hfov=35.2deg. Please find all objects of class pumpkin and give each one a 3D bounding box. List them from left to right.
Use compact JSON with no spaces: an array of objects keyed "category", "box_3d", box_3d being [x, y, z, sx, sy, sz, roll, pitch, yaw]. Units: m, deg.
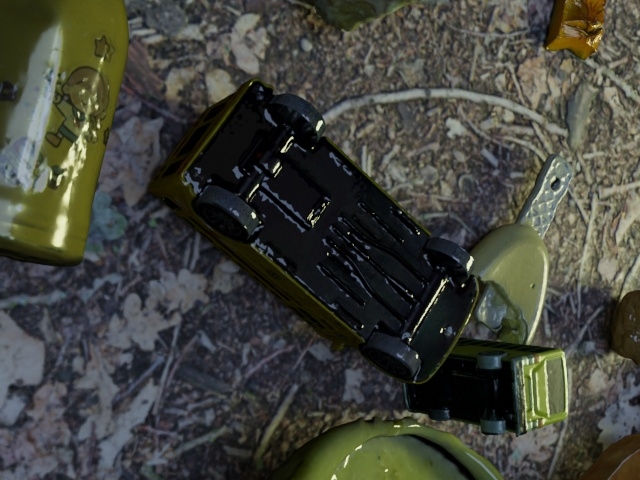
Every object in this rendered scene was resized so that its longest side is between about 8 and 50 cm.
[{"category":"pumpkin","box_3d":[0.320,-0.274,1.244,0.073,0.035,0.101,15,86,-26]}]

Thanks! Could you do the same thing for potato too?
[{"category":"potato","box_3d":[0.047,0.334,1.033,0.330,0.213,0.280,51,50,-10]}]

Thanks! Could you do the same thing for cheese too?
[{"category":"cheese","box_3d":[0.242,0.005,1.196,0.127,0.050,0.235,36,76,-24]}]

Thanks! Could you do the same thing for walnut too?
[{"category":"walnut","box_3d":[0.409,0.111,1.277,0.079,0.082,0.096,10,86,-1]}]

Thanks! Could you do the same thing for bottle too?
[{"category":"bottle","box_3d":[-0.245,-0.162,0.857,0.172,0.171,0.351,17,83,-28]}]

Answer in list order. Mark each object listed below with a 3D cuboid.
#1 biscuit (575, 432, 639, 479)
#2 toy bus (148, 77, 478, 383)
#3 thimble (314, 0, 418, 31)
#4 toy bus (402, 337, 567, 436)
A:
[{"category":"biscuit","box_3d":[0.377,0.449,1.251,0.365,0.062,0.385,41,84,-21]},{"category":"toy bus","box_3d":[0.000,0.000,1.008,0.331,0.151,0.145,42,66,-21]},{"category":"thimble","box_3d":[0.057,-0.309,1.041,0.191,0.137,0.143,-28,104,-14]},{"category":"toy bus","box_3d":[0.175,0.153,1.096,0.101,0.175,0.088,-8,95,-35]}]
